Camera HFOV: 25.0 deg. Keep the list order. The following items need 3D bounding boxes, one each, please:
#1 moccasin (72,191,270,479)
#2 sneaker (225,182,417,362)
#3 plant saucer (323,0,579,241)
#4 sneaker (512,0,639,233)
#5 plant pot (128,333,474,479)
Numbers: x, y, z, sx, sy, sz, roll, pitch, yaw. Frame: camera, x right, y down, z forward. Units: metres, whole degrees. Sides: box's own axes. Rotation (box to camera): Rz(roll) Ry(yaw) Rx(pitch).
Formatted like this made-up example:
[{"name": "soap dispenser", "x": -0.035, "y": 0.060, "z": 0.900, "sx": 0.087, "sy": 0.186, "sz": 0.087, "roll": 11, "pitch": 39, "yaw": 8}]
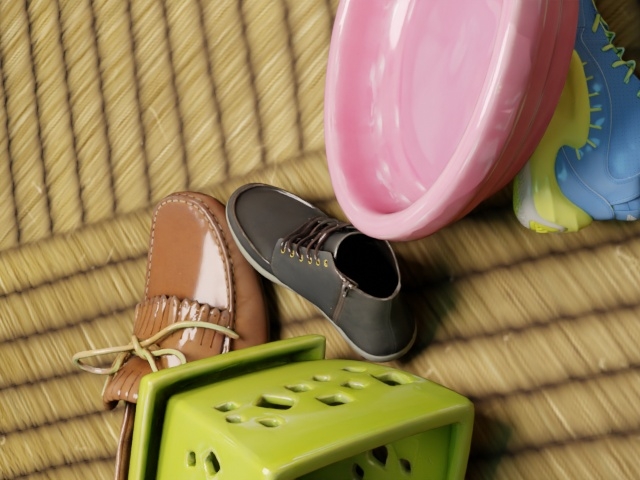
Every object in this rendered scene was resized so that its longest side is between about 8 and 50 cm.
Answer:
[{"name": "moccasin", "x": -0.141, "y": 0.143, "z": 1.341, "sx": 0.139, "sy": 0.147, "sz": 0.380, "roll": 11, "pitch": 94, "yaw": 39}, {"name": "sneaker", "x": 0.000, "y": 0.000, "z": 1.253, "sx": 0.222, "sy": 0.118, "sz": 0.083, "roll": 40, "pitch": 69, "yaw": 24}, {"name": "plant saucer", "x": 0.104, "y": -0.158, "z": 1.148, "sx": 0.332, "sy": 0.084, "sz": 0.332, "roll": -170, "pitch": 90, "yaw": -68}, {"name": "sneaker", "x": 0.223, "y": -0.118, "z": 1.142, "sx": 0.126, "sy": 0.091, "sz": 0.240, "roll": 5, "pitch": 80, "yaw": 9}, {"name": "plant pot", "x": -0.034, "y": 0.209, "z": 1.196, "sx": 0.207, "sy": 0.227, "sz": 0.228, "roll": 29, "pitch": 119, "yaw": 41}]
